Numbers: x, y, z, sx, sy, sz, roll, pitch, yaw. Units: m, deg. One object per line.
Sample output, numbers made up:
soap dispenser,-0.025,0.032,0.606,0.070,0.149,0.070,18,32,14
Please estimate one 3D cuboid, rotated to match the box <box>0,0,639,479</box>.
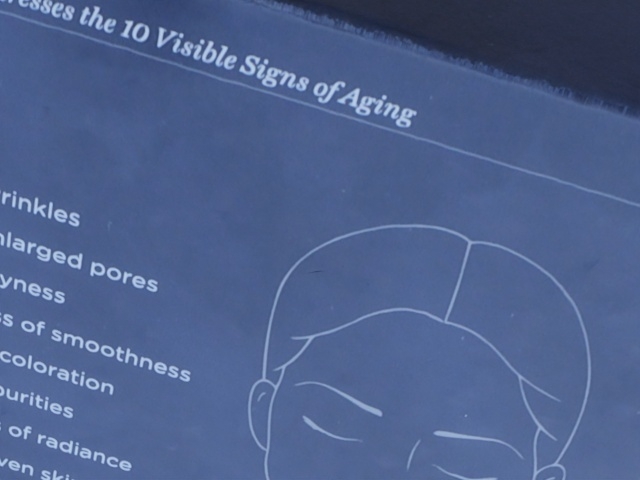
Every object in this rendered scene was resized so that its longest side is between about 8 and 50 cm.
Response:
box,0.000,0.000,0.985,0.479,0.472,0.297,18,-142,3
